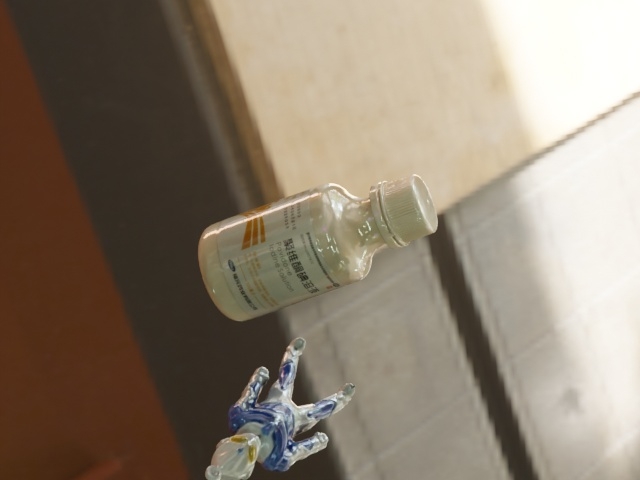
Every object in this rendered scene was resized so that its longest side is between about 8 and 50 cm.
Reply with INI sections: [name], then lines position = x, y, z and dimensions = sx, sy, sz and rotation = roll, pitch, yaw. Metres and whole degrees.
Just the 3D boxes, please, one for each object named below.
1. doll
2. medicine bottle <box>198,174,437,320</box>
[doll]
position = -0.049, 0.199, 1.914
dimensions = 0.114, 0.057, 0.227
rotation = 47, 46, 0
[medicine bottle]
position = 0.000, 0.000, 1.902
dimensions = 0.114, 0.252, 0.114
rotation = 56, 23, -39
